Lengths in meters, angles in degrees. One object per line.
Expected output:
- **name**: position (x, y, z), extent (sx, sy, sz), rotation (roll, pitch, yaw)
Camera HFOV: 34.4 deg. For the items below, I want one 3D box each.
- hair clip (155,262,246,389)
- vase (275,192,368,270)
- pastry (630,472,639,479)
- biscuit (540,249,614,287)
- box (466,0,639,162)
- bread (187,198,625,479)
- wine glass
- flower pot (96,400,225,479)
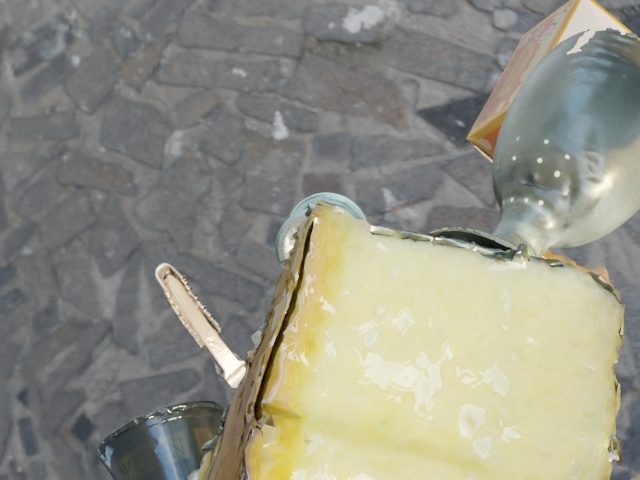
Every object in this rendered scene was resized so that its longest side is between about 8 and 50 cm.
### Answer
- **hair clip**: position (-0.135, 0.101, 1.177), extent (0.034, 0.226, 0.072), rotation (-42, 35, -15)
- **vase**: position (0.000, 0.000, 1.578), extent (0.143, 0.299, 0.143), rotation (0, 93, 4)
- **pastry**: position (0.586, 0.479, 1.804), extent (0.088, 0.166, 0.166), rotation (21, 103, -14)
- **biscuit**: position (0.341, 0.090, 1.446), extent (0.162, 0.250, 0.035), rotation (-27, 36, 35)
- **box**: position (0.464, -0.243, 1.894), extent (0.259, 0.284, 0.214), rotation (36, 153, -9)
- **bread**: position (0.043, 0.163, 0.557), extent (0.248, 0.315, 0.279), rotation (13, 116, -11)
- **wine glass**: position (0.248, -0.061, 1.075), extent (0.190, 0.190, 0.357), rotation (24, 57, 28)
- **flower pot**: position (-0.165, 0.264, 1.179), extent (0.157, 0.157, 0.107), rotation (-38, 60, 24)
